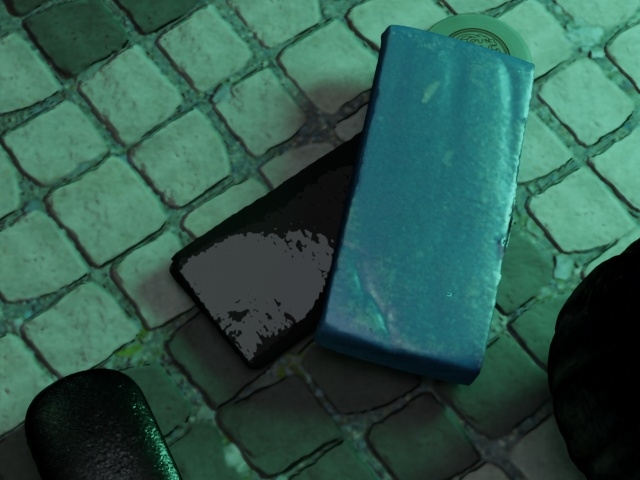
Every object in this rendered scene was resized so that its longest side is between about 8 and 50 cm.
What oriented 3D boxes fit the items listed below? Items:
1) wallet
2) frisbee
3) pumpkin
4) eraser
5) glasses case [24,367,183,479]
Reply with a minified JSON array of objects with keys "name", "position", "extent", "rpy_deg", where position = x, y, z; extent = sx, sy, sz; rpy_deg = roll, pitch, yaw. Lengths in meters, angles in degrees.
[{"name":"wallet","position":[0.000,0.000,1.453],"extent":[0.244,0.025,0.124],"rpy_deg":[-34,73,-20]},{"name":"frisbee","position":[0.142,-0.164,1.548],"extent":[0.110,0.014,0.110],"rpy_deg":[1,63,-2]},{"name":"pumpkin","position":[0.334,0.102,1.284],"extent":[0.296,0.296,0.295],"rpy_deg":[1,64,-2]},{"name":"eraser","position":[0.094,-0.037,1.444],"extent":[0.144,0.042,0.311],"rpy_deg":[16,65,-5]},{"name":"glasses case","position":[-0.148,0.223,1.311],"extent":[0.103,0.067,0.266],"rpy_deg":[-22,67,-12]}]
